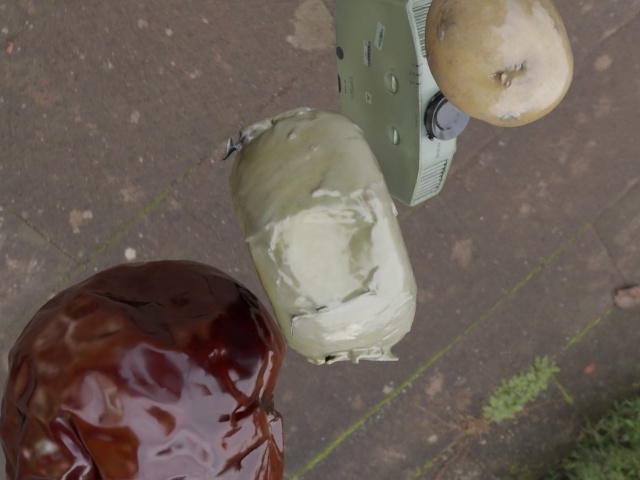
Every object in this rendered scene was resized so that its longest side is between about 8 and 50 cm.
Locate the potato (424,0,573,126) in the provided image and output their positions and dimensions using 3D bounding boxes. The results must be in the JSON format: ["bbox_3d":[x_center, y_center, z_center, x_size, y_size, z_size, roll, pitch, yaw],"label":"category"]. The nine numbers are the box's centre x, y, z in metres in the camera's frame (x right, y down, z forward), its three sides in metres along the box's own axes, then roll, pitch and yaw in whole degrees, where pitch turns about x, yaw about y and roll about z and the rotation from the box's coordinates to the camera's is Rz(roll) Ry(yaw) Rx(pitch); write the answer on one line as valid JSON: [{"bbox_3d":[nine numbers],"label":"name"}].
[{"bbox_3d":[0.147,-0.165,0.593,0.112,0.112,0.147,-31,79,-4],"label":"potato"}]

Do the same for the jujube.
[{"bbox_3d":[-0.123,0.130,0.527,0.213,0.213,0.232,-6,120,-18],"label":"jujube"}]

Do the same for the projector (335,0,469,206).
[{"bbox_3d":[0.105,-0.187,0.911,0.088,0.193,0.269,-23,127,-25],"label":"projector"}]

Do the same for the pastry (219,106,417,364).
[{"bbox_3d":[0.000,0.000,0.440,0.088,0.166,0.166,-17,120,-2],"label":"pastry"}]
